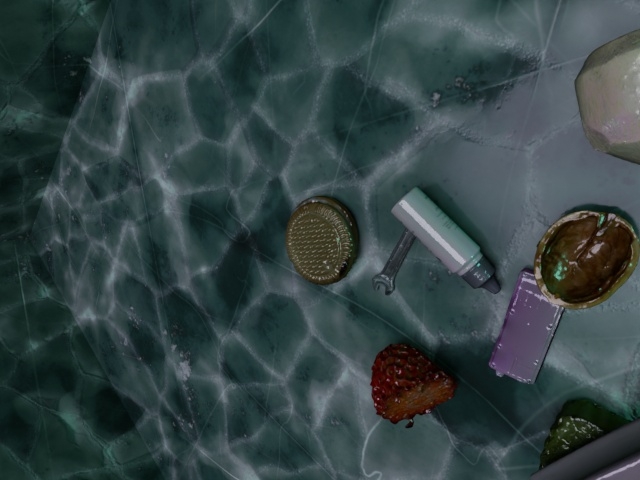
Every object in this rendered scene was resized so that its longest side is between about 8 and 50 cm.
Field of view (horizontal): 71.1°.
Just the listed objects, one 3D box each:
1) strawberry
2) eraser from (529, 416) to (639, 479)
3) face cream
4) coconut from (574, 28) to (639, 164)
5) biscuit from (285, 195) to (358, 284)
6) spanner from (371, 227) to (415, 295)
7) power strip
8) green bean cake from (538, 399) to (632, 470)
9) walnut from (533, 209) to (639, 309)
[{"bbox_3d":[0.229,0.362,1.180,0.234,0.234,0.178,-54,39,31],"label":"strawberry"},{"bbox_3d":[0.619,0.476,0.805,0.272,0.122,0.359,45,115,8],"label":"eraser"},{"bbox_3d":[0.306,0.008,1.061,0.311,0.092,0.092,45,123,10],"label":"face cream"},{"bbox_3d":[0.558,-0.237,0.762,0.224,0.224,0.234,-5,100,36],"label":"coconut"},{"bbox_3d":[0.000,0.000,1.292,0.259,0.079,0.259,8,105,34],"label":"biscuit"},{"bbox_3d":[0.214,0.021,1.184,0.071,0.017,0.302,34,119,23],"label":"spanner"},{"bbox_3d":[0.476,0.198,1.023,0.109,0.037,0.279,22,112,30],"label":"power strip"},{"bbox_3d":[0.595,0.466,0.952,0.214,0.113,0.200,24,115,28],"label":"green bean cake"},{"bbox_3d":[0.530,0.038,0.913,0.167,0.087,0.211,37,103,21],"label":"walnut"}]
